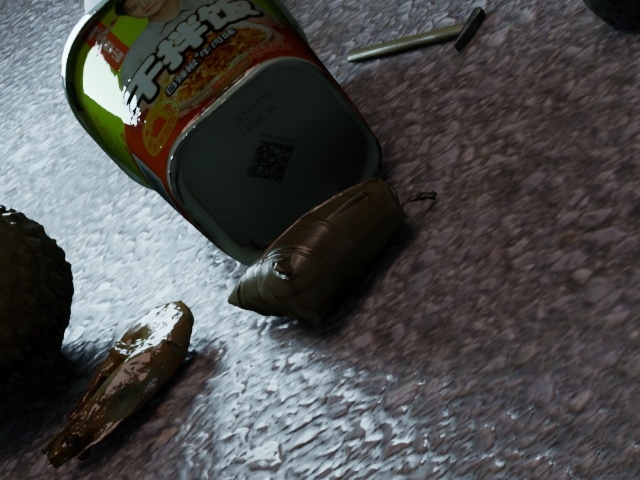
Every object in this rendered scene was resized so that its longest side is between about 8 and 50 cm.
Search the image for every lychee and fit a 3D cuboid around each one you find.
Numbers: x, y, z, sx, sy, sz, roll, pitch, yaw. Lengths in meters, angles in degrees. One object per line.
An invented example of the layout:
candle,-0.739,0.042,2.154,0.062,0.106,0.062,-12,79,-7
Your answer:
lychee,-0.390,0.077,1.847,0.255,0.274,0.255,-54,11,16

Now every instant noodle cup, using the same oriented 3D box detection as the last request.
instant noodle cup,-0.099,-0.134,1.790,0.294,0.294,0.308,-42,35,0

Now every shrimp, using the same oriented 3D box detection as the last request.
shrimp,-0.207,0.148,1.725,0.217,0.051,0.115,-52,22,-17

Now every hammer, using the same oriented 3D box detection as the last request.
hammer,0.100,-0.221,1.897,0.199,0.013,0.062,-8,42,48

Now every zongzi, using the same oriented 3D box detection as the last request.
zongzi,0.000,0.000,1.652,0.189,0.081,0.178,-46,17,-20

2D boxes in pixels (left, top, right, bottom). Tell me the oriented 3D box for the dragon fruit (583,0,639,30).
dragon fruit,0.321,-0.341,1.577,0.283,0.204,0.221,-7,44,49

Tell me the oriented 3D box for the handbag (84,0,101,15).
handbag,-0.226,-0.253,2.176,0.080,0.223,0.247,-5,8,-34

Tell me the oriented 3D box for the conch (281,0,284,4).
conch,-0.120,-0.324,2.236,0.137,0.114,0.234,8,48,40
